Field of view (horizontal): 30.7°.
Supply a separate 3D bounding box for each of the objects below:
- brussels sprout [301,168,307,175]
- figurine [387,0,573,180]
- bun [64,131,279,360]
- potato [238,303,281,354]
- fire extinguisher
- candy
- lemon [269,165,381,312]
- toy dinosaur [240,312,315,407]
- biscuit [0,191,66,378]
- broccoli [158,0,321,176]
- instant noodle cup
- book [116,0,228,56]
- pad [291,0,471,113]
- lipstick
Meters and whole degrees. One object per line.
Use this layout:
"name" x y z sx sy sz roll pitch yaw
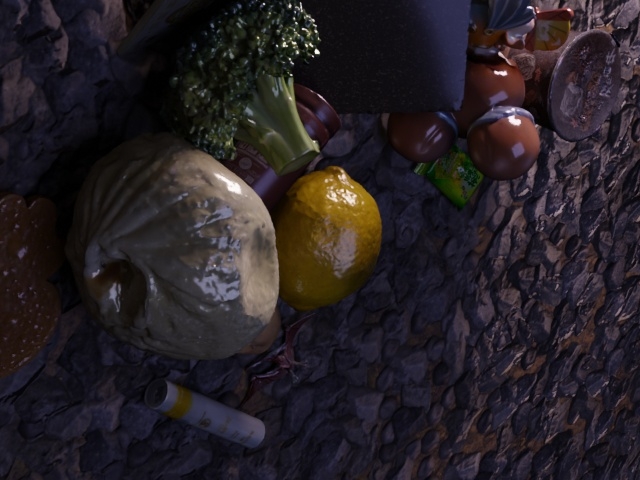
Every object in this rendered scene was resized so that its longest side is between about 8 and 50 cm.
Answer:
"brussels sprout" -0.048 -0.139 1.979 0.085 0.058 0.085 -15 127 -21
"figurine" 0.286 -0.323 2.072 0.248 0.277 0.388 -52 152 -54
"bun" -0.233 0.030 1.684 0.227 0.352 0.349 -35 104 -41
"potato" -0.120 0.132 1.997 0.112 0.112 0.147 -31 133 -30
"fire extinguisher" -0.119 -0.098 1.872 0.337 0.135 0.114 -51 140 -14
"candy" 0.255 -0.134 2.279 0.178 0.032 0.102 38 81 -45
"lemon" 0.000 0.000 1.979 0.204 0.204 0.260 7 105 -45
"toy dinosaur" -0.073 0.223 2.133 0.220 0.032 0.108 -55 138 -6
"biscuit" -0.461 0.067 1.691 0.202 0.044 0.288 -2 108 -46
"broccoli" -0.121 -0.225 1.726 0.235 0.288 0.259 -3 75 -11
"instant noodle cup" 0.432 -0.316 2.239 0.217 0.207 0.217 -18 119 -36
"book" -0.142 -0.361 1.706 0.295 0.208 0.020 -28 90 -31
"pad" 0.087 -0.316 1.942 0.330 0.004 0.220 -2 113 -10
"lipstick" -0.197 0.303 2.033 0.264 0.059 0.059 33 85 -45
